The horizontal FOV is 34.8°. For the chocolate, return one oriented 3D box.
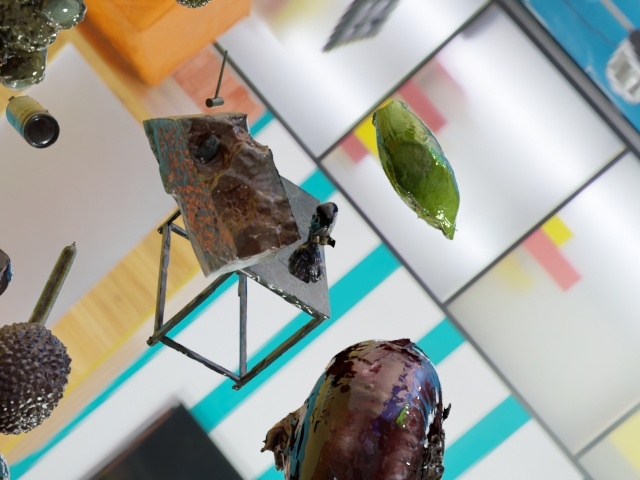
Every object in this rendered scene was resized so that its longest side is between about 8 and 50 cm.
[{"bbox_3d":[-0.001,-0.002,1.617,0.070,0.072,0.147,12,128,-24],"label":"chocolate"}]

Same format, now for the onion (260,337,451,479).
[{"bbox_3d":[0.046,0.269,1.324,0.314,0.232,0.314,19,90,-80],"label":"onion"}]

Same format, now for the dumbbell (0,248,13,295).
[{"bbox_3d":[-0.488,-0.023,1.323,0.124,0.140,0.225,-33,139,-33],"label":"dumbbell"}]

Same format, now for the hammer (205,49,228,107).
[{"bbox_3d":[-0.184,-0.296,1.877,0.035,0.019,0.110,-23,135,-56],"label":"hammer"}]

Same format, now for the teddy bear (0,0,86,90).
[{"bbox_3d":[-0.546,-0.389,1.688,0.256,0.156,0.267,11,146,-38],"label":"teddy bear"}]

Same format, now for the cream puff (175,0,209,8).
[{"bbox_3d":[-0.204,-0.428,1.530,0.183,0.169,0.183,-29,-141,27],"label":"cream puff"}]

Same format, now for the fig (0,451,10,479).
[{"bbox_3d":[-0.613,0.424,1.670,0.195,0.195,0.245,-32,152,-55],"label":"fig"}]

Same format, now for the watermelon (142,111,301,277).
[{"bbox_3d":[-0.154,-0.082,1.527,0.151,0.264,0.302,-19,-179,-10],"label":"watermelon"}]

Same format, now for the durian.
[{"bbox_3d":[0.165,-0.113,1.683,0.101,0.250,0.139,-31,177,10],"label":"durian"}]

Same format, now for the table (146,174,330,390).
[{"bbox_3d":[-0.159,0.056,1.972,0.272,0.222,0.335,-42,-149,29],"label":"table"}]

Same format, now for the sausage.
[{"bbox_3d":[-0.519,0.118,1.931,0.033,0.033,0.269,126,-14,-66],"label":"sausage"}]

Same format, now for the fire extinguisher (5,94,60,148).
[{"bbox_3d":[-0.611,-0.244,2.138,0.075,0.106,0.252,-21,-151,-23],"label":"fire extinguisher"}]

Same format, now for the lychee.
[{"bbox_3d":[-0.520,0.233,1.770,0.188,0.188,0.188,-40,174,-5],"label":"lychee"}]
